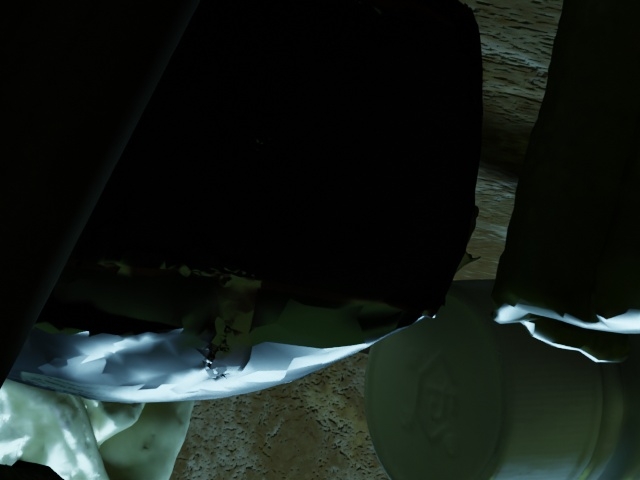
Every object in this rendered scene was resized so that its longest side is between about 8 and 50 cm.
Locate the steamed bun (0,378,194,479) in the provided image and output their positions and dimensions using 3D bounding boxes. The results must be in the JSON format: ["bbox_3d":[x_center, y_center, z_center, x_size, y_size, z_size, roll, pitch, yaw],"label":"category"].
[{"bbox_3d":[-0.255,0.072,1.609,0.346,0.237,0.394,34,-151,10],"label":"steamed bun"}]

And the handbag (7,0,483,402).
[{"bbox_3d":[-0.066,-0.029,0.619,0.215,0.155,0.169,9,178,-3],"label":"handbag"}]

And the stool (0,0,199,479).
[{"bbox_3d":[-0.149,-0.048,0.304,0.310,0.226,0.310,12,175,1],"label":"stool"}]

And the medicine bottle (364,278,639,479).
[{"bbox_3d":[0.149,0.079,1.047,0.237,0.139,0.139,0,-177,-39],"label":"medicine bottle"}]

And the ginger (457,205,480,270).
[{"bbox_3d":[0.000,0.000,0.922,0.157,0.102,0.216,-21,169,-1],"label":"ginger"}]

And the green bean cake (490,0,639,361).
[{"bbox_3d":[0.187,-0.012,0.402,0.236,0.124,0.233,16,174,-28],"label":"green bean cake"}]
